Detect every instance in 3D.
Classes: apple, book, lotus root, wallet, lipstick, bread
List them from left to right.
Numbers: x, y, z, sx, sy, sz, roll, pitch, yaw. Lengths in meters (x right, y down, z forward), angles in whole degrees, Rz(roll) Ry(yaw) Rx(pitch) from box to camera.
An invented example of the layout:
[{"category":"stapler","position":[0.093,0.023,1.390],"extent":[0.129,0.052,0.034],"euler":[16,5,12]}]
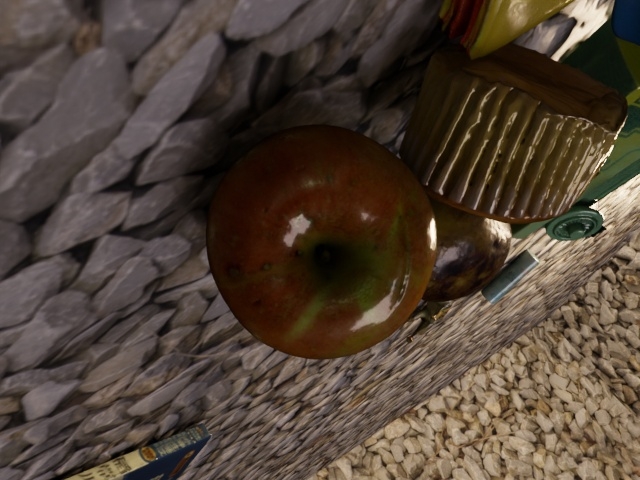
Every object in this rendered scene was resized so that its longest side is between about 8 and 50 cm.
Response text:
[{"category":"book","position":[-0.389,0.421,1.038],"extent":[0.428,0.039,0.300],"euler":[-9,145,-51]},{"category":"apple","position":[0.000,0.000,0.592],"extent":[0.196,0.196,0.196],"euler":[-32,158,-15]},{"category":"lotus root","position":[0.161,0.002,0.919],"extent":[0.169,0.141,0.314],"euler":[-50,155,19]},{"category":"bread","position":[0.177,-0.103,0.658],"extent":[0.250,0.179,0.133],"euler":[-41,152,-59]},{"category":"lipstick","position":[0.471,0.090,1.736],"extent":[0.158,0.048,0.048],"euler":[-46,158,18]},{"category":"wallet","position":[0.200,-0.258,0.568],"extent":[0.241,0.067,0.141],"euler":[-33,154,-25]}]

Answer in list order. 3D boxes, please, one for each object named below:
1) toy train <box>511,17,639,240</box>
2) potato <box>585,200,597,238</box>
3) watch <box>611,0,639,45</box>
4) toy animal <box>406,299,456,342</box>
[{"category":"toy train","position":[0.358,-0.120,0.964],"extent":[0.237,0.150,0.369],"euler":[9,148,-25]},{"category":"potato","position":[0.441,-0.117,1.245],"extent":[0.261,0.100,0.120],"euler":[57,46,-55]},{"category":"watch","position":[0.418,-0.280,0.608],"extent":[0.275,0.241,0.305],"euler":[-19,143,-44]},{"category":"toy animal","position":[0.240,0.143,1.458],"extent":[0.099,0.056,0.241],"euler":[-26,155,-30]}]
